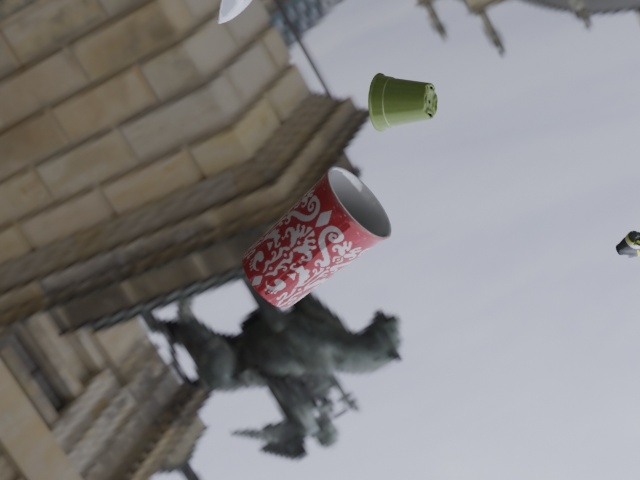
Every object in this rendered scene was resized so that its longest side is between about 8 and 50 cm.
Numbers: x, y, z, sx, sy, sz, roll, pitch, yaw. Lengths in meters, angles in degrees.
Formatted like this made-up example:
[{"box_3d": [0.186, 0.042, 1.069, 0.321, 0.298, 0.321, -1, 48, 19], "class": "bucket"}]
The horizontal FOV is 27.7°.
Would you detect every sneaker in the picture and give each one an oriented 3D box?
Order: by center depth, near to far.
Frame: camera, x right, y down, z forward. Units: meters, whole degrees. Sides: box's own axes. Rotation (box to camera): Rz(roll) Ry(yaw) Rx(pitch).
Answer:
[{"box_3d": [0.411, 0.006, 1.679, 0.083, 0.031, 0.035, 11, 143, -43], "class": "sneaker"}]

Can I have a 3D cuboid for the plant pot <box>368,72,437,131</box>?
[{"box_3d": [0.119, -0.195, 1.815, 0.079, 0.083, 0.083, 1, -150, 27], "class": "plant pot"}]

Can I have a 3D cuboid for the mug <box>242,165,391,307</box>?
[{"box_3d": [0.002, 0.007, 1.653, 0.169, 0.150, 0.113, -40, -126, 23], "class": "mug"}]

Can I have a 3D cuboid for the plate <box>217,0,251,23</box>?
[{"box_3d": [-0.053, -0.453, 1.681, 0.277, 0.045, 0.278, -67, 176, -46], "class": "plate"}]
